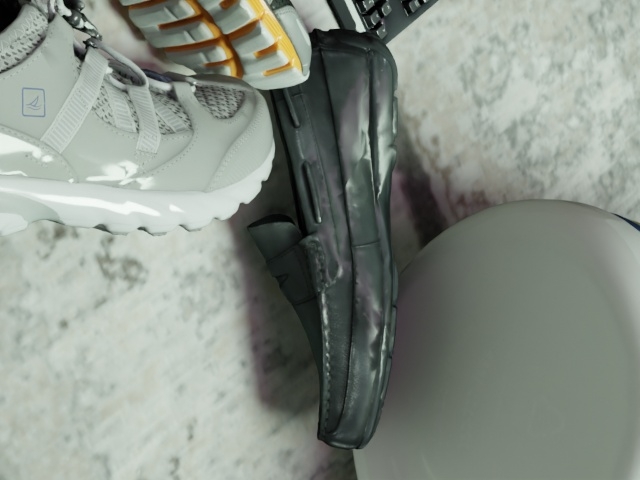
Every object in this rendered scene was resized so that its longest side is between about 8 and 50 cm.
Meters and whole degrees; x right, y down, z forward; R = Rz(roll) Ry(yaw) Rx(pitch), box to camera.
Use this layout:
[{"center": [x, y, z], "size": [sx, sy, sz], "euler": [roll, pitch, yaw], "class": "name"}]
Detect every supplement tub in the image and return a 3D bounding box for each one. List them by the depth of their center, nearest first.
[{"center": [0.199, 0.112, 1.002], "size": [0.316, 0.228, 0.228], "euler": [14, 84, -43], "class": "supplement tub"}]

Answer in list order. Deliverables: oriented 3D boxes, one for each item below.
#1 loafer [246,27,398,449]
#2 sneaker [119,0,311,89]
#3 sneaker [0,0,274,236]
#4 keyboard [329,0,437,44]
[{"center": [0.000, 0.000, 0.923], "size": [0.078, 0.076, 0.223], "euler": [-1, 93, -6], "class": "loafer"}, {"center": [-0.068, -0.160, 0.833], "size": [0.215, 0.084, 0.083], "euler": [50, 54, -28], "class": "sneaker"}, {"center": [-0.112, -0.064, 0.756], "size": [0.281, 0.105, 0.115], "euler": [-9, 109, -55], "class": "sneaker"}, {"center": [0.022, -0.204, 0.955], "size": [0.108, 0.023, 0.180], "euler": [-45, 122, -31], "class": "keyboard"}]
